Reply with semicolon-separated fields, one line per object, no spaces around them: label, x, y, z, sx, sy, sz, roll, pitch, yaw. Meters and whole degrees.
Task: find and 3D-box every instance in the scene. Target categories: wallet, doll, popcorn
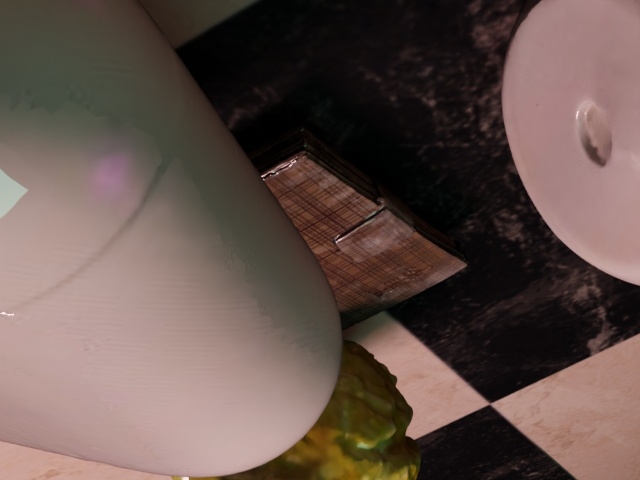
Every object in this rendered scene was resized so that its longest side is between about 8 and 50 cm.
wallet;0.000;0.000;0.743;0.124;0.042;0.230;-29;147;20
doll;0.224;-0.083;0.606;0.221;0.221;0.251;-9;174;-17
popcorn;-0.028;0.155;0.859;0.198;0.198;0.212;-1;167;-28

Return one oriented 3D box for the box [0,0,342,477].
box;-0.156;-0.005;0.475;0.288;0.141;0.349;8;157;22
